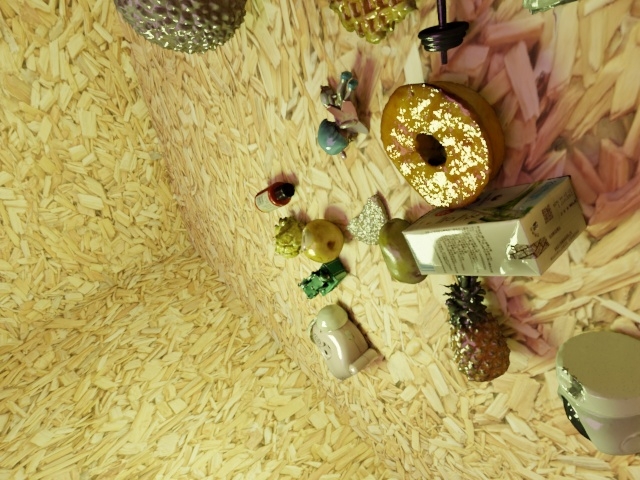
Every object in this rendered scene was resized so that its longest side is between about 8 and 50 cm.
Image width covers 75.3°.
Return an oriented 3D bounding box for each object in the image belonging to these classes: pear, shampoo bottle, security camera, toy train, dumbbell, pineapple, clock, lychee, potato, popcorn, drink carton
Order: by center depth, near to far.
[{"bbox_3d":[0.231,-0.446,0.792,0.099,0.099,0.208,26,140,46],"label":"dumbbell"},{"bbox_3d":[0.616,0.337,0.885,0.194,0.194,0.236,18,138,52],"label":"security camera"},{"bbox_3d":[0.364,-0.020,0.913,0.324,0.194,0.132,-8,113,61],"label":"drink carton"},{"bbox_3d":[0.406,0.207,1.128,0.169,0.169,0.340,4,118,58],"label":"pineapple"},{"bbox_3d":[0.246,0.032,1.226,0.154,0.137,0.200,11,129,56],"label":"potato"},{"bbox_3d":[-0.428,-0.763,1.263,0.432,0.380,0.380,36,151,2],"label":"lychee"},{"bbox_3d":[0.000,0.000,1.574,0.178,0.178,0.178,40,148,31],"label":"pear"},{"bbox_3d":[0.004,0.166,1.752,0.115,0.154,0.269,51,153,11],"label":"toy train"},{"bbox_3d":[-0.189,-0.188,1.757,0.278,0.104,0.104,-11,109,62],"label":"shampoo bottle"},{"bbox_3d":[-0.132,-0.009,1.791,0.173,0.168,0.195,30,180,-31],"label":"popcorn"},{"bbox_3d":[0.081,0.476,1.943,0.326,0.184,0.342,56,148,14],"label":"clock"}]

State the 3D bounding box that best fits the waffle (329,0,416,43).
[{"bbox_3d":[0.094,-0.600,0.907,0.301,0.058,0.281,59,155,-5],"label":"waffle"}]

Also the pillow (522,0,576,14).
[{"bbox_3d":[0.383,-0.441,0.508,0.310,0.138,0.283,27,149,48],"label":"pillow"}]

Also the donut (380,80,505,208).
[{"bbox_3d":[0.276,-0.224,0.937,0.303,0.110,0.303,41,149,31],"label":"donut"}]

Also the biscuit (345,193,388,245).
[{"bbox_3d":[0.169,-0.048,1.388,0.133,0.032,0.250,52,152,8],"label":"biscuit"}]

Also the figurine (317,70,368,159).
[{"bbox_3d":[0.039,-0.366,1.190,0.205,0.103,0.260,47,152,20],"label":"figurine"}]
